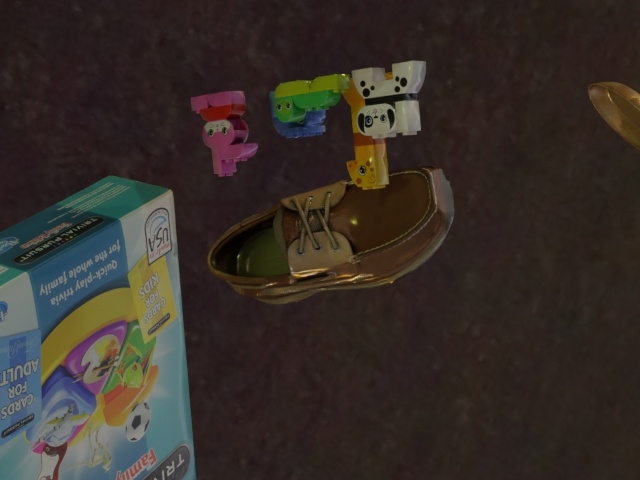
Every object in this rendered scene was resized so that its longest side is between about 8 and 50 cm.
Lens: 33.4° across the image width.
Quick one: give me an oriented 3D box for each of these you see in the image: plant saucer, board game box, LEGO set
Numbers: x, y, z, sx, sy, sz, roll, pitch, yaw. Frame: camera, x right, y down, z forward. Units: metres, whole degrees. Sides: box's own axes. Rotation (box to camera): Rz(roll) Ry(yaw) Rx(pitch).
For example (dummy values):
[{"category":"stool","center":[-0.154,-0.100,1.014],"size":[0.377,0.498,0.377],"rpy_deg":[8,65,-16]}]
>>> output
[{"category":"plant saucer","center":[0.250,-0.100,0.851],"size":[0.015,0.083,0.083],"rpy_deg":[-46,148,-1]},{"category":"board game box","center":[-0.221,0.145,0.935],"size":[0.254,0.079,0.336],"rpy_deg":[-38,133,-50]},{"category":"LEGO set","center":[0.008,-0.086,0.883],"size":[0.087,0.227,0.093],"rpy_deg":[-10,96,-51]}]

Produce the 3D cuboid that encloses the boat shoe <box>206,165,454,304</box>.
[{"category":"boat shoe","center":[0.000,0.000,1.204],"size":[0.120,0.324,0.123],"rpy_deg":[12,62,-45]}]
